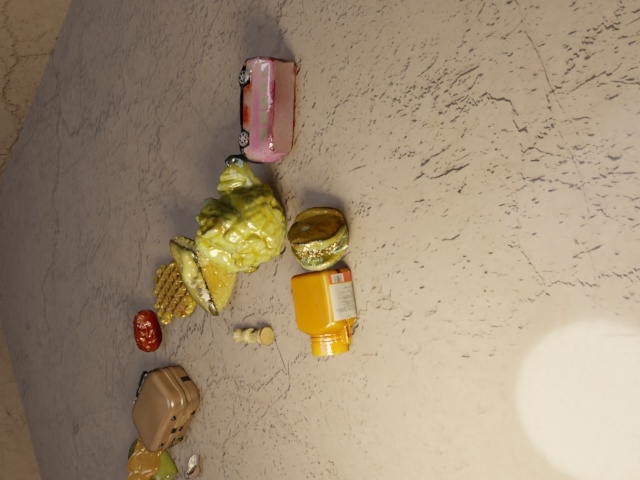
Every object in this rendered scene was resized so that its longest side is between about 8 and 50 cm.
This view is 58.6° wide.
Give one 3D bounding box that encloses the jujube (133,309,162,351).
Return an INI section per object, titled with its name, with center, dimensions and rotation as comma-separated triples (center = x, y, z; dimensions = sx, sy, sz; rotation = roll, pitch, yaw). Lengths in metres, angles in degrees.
[jujube]
center = -0.663, 0.344, 2.193
dimensions = 0.112, 0.109, 0.176
rotation = 18, 124, 22

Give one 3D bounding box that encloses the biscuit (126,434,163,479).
[biscuit]
center = -0.673, 0.841, 2.193
dimensions = 0.144, 0.040, 0.236
rotation = -4, 53, 28

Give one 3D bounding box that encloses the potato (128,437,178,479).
[potato]
center = -0.707, 0.907, 2.281
dimensions = 0.255, 0.112, 0.269
rotation = 50, 122, 31

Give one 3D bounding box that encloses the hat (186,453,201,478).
[hat]
center = -0.453, 0.827, 2.082
dimensions = 0.058, 0.042, 0.087
rotation = -11, 51, 41

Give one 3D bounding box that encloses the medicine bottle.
[medicine bottle]
center = 0.013, 0.192, 1.536
dimensions = 0.149, 0.112, 0.222
rotation = -12, 84, 43

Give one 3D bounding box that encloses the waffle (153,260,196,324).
[waffle]
center = -0.540, 0.204, 2.111
dimensions = 0.253, 0.056, 0.249
rotation = 20, 106, 40

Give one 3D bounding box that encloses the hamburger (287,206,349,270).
[hamburger]
center = 0.000, 0.000, 1.502
dimensions = 0.185, 0.177, 0.113
rotation = 21, 137, 34

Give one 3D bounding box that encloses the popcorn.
[popcorn]
center = -0.237, -0.047, 1.660
dimensions = 0.293, 0.293, 0.237
rotation = 54, 168, 27

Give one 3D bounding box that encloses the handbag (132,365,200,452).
[handbag]
center = -0.594, 0.598, 2.126
dimensions = 0.283, 0.149, 0.302
rotation = 44, 123, 30

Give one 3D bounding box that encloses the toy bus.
[toy bus]
center = -0.154, -0.376, 1.653
dimensions = 0.147, 0.127, 0.303
rotation = 5, 96, 41

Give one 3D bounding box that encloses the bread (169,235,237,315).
[bread]
center = -0.386, 0.097, 1.889
dimensions = 0.204, 0.162, 0.262
rotation = 16, 126, 41

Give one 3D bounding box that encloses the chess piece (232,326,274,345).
[chess piece]
center = -0.221, 0.303, 1.812
dimensions = 0.172, 0.060, 0.060
rotation = -10, 86, 46
